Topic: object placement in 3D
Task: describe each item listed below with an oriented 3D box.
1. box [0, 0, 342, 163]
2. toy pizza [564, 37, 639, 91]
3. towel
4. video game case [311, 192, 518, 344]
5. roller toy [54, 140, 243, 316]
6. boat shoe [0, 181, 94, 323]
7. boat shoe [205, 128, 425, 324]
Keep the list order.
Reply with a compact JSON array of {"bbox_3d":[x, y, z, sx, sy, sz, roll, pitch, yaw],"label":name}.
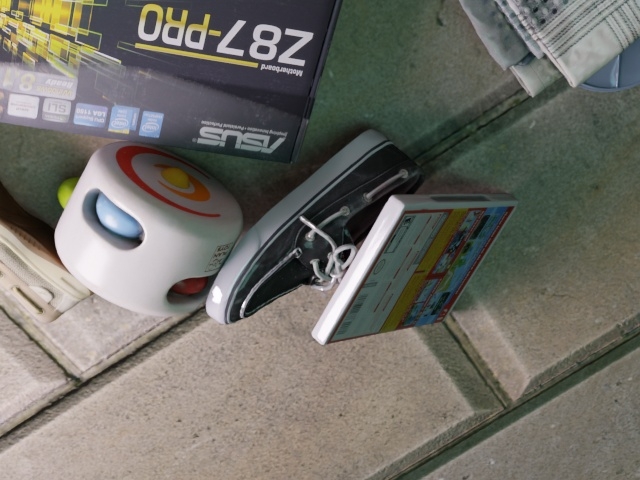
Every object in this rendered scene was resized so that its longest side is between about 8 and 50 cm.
[{"bbox_3d":[-0.180,-0.264,1.217,0.394,0.097,0.318,8,121,-18],"label":"box"},{"bbox_3d":[0.358,-0.278,1.370,0.201,0.032,0.201,-5,117,-10],"label":"toy pizza"},{"bbox_3d":[0.286,-0.357,1.269,0.324,0.056,0.312,-36,112,10],"label":"towel"},{"bbox_3d":[0.124,0.030,1.409,0.285,0.025,0.204,-3,129,-54],"label":"video game case"},{"bbox_3d":[-0.190,-0.019,1.302,0.209,0.191,0.146,22,112,-24],"label":"roller toy"},{"bbox_3d":[-0.392,-0.008,1.315,0.098,0.109,0.302,-39,126,9],"label":"boat shoe"},{"bbox_3d":[0.000,0.002,1.342,0.306,0.105,0.113,-42,158,-21],"label":"boat shoe"}]
